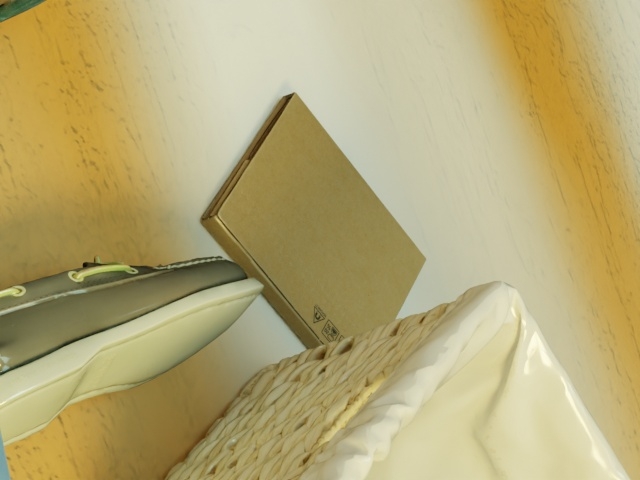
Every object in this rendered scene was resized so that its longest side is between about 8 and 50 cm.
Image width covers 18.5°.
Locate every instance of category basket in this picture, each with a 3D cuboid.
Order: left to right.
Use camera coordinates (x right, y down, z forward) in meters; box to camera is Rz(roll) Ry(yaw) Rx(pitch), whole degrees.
[{"bbox_3d":[0.050,0.260,1.434,0.328,0.266,0.331,-46,111,-45],"label":"basket"}]

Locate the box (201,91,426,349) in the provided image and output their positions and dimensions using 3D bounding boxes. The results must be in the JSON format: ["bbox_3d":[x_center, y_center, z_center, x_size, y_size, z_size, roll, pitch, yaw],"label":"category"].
[{"bbox_3d":[0.000,0.000,1.656,0.201,0.021,0.164,51,45,-22],"label":"box"}]

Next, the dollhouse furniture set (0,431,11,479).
[{"bbox_3d":[-0.297,0.201,1.045,0.198,0.286,0.303,2,54,-28],"label":"dollhouse furniture set"}]

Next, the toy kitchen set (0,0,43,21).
[{"bbox_3d":[-0.246,-0.102,1.381,0.207,0.122,0.166,-30,100,-28],"label":"toy kitchen set"}]

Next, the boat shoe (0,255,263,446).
[{"bbox_3d":[-0.160,0.058,1.396,0.091,0.109,0.305,50,39,15],"label":"boat shoe"}]
